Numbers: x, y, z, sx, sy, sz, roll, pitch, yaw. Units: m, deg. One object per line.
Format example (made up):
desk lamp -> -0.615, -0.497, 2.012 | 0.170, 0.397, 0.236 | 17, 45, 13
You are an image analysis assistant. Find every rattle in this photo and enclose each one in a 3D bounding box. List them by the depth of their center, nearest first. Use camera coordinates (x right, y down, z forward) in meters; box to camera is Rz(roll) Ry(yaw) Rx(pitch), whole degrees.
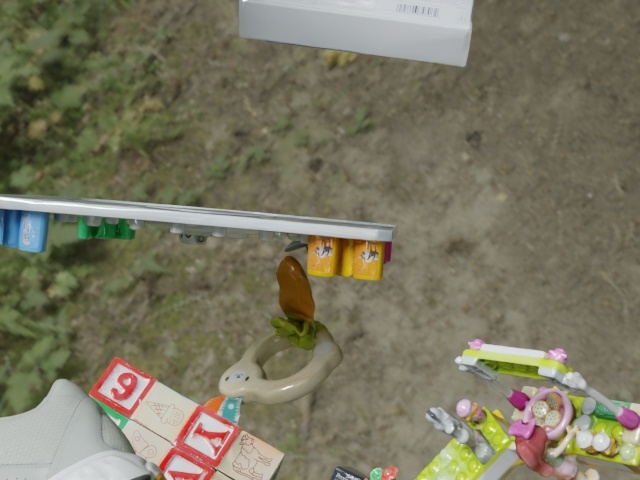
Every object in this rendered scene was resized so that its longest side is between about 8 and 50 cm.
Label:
rattle -> -0.082, 0.136, 1.405 | 0.199, 0.143, 0.130 | -27, 49, -8

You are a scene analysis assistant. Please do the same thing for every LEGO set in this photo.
LEGO set -> 0.095, 0.133, 0.715 | 0.287, 0.107, 0.132 | -23, 47, 37

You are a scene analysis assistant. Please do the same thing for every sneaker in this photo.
sneaker -> -0.227, 0.175, 0.693 | 0.262, 0.099, 0.121 | -25, 50, -22

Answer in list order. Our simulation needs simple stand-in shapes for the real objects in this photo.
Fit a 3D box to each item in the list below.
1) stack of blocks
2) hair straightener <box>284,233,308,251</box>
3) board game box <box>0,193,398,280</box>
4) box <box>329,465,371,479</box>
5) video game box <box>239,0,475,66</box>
stack of blocks -> -0.145, 0.247, 1.106 | 0.087, 0.171, 0.297 | -57, -9, -32
hair straightener -> 0.000, 0.000, 1.979 | 0.047, 0.089, 0.230 | -44, 17, -26
board game box -> -0.116, -0.007, 1.247 | 0.390, 0.390, 0.050 | 5, 92, 4
box -> 0.074, 0.510, 2.135 | 0.156, 0.093, 0.158 | 23, 87, 23
video game box -> 0.042, -0.238, 1.095 | 0.205, 0.048, 0.187 | 9, 44, 5
